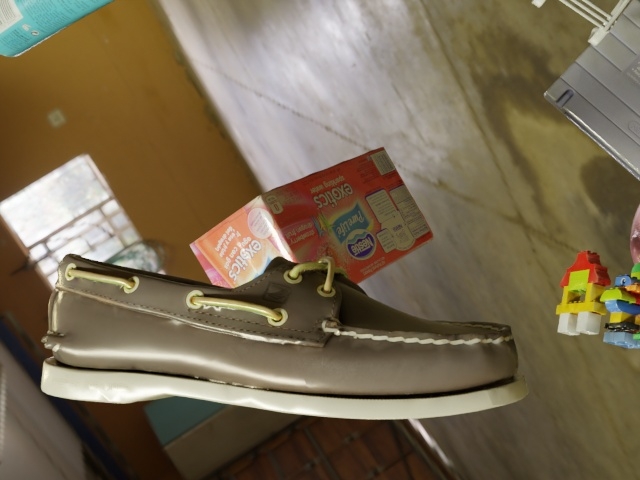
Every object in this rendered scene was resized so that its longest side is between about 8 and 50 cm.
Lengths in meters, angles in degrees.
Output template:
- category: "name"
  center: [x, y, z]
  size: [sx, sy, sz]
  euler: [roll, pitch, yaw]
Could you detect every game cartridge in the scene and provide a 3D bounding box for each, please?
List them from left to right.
- category: "game cartridge"
  center: [0.587, -0.213, 1.522]
  size: [0.355, 0.230, 0.068]
  euler: [44, 180, 9]

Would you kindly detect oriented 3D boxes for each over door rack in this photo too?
- category: "over door rack"
  center: [0.420, -0.487, 1.340]
  size: [0.240, 0.324, 0.108]
  euler: [34, -148, -2]

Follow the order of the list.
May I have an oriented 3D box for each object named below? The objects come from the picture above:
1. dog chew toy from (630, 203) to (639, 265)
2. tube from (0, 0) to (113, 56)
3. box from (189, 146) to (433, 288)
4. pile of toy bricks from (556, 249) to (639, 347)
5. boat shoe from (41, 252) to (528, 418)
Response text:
- category: "dog chew toy"
  center: [0.498, -0.024, 0.931]
  size: [0.206, 0.332, 0.206]
  euler: [-24, -90, -88]
- category: "tube"
  center: [-0.208, -0.217, 0.754]
  size: [0.080, 0.207, 0.052]
  euler: [54, -141, -22]
- category: "box"
  center: [0.000, 0.000, 1.185]
  size: [0.300, 0.142, 0.154]
  euler: [-28, -93, -53]
- category: "pile of toy bricks"
  center: [0.317, 0.039, 0.824]
  size: [0.118, 0.105, 0.212]
  euler: [15, 169, -17]
- category: "boat shoe"
  center: [-0.032, 0.057, 0.584]
  size: [0.116, 0.325, 0.096]
  euler: [9, -99, -70]
